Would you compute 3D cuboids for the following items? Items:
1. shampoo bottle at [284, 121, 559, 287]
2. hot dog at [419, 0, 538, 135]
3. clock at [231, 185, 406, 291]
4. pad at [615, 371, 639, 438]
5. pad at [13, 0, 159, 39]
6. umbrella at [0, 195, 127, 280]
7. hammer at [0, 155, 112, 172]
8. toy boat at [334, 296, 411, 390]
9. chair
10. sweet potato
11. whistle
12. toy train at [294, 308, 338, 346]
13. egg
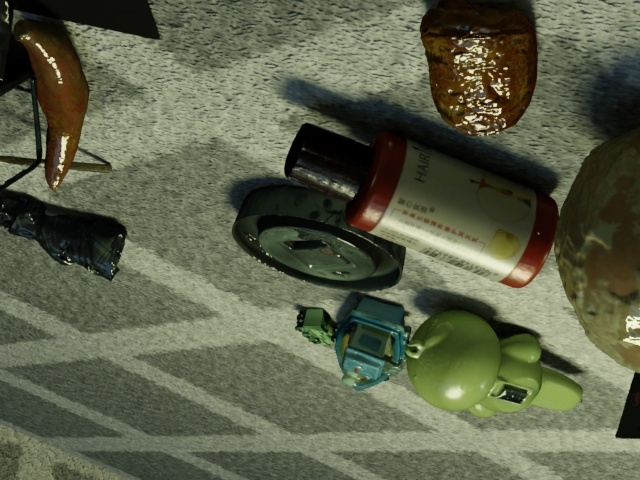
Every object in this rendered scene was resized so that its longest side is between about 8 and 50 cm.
[{"bbox_3d":[0.098,-0.044,1.403,0.278,0.104,0.104,21,158,-11],"label":"shampoo bottle"},{"bbox_3d":[0.132,-0.153,1.167,0.099,0.065,0.147,8,146,21],"label":"hot dog"},{"bbox_3d":[0.000,0.000,1.671,0.214,0.042,0.215,14,158,6],"label":"clock"},{"bbox_3d":[0.384,0.082,1.314,0.170,0.246,0.006,-6,141,46],"label":"pad"},{"bbox_3d":[-0.287,-0.255,1.301,0.265,0.009,0.159,13,161,8],"label":"pad"},{"bbox_3d":[-0.375,-0.015,1.886,0.224,0.080,0.071,20,-167,0],"label":"umbrella"},{"bbox_3d":[-0.372,-0.092,1.599,0.292,0.058,0.029,3,-178,-38],"label":"hammer"},{"bbox_3d":[0.068,0.164,1.951,0.109,0.098,0.238,18,159,4],"label":"toy boat"},{"bbox_3d":[-0.366,-0.177,1.422,0.140,0.145,0.221,16,115,7],"label":"chair"},{"bbox_3d":[-0.275,-0.154,1.446,0.058,0.078,0.255,20,147,8],"label":"sweet potato"},{"bbox_3d":[0.224,0.166,1.846,0.294,0.141,0.141,12,167,-43],"label":"whistle"},{"bbox_3d":[-0.002,0.127,1.998,0.053,0.033,0.083,-1,153,31],"label":"toy train"},{"bbox_3d":[0.315,0.015,1.238,0.203,0.203,0.245,0,121,36],"label":"egg"}]
